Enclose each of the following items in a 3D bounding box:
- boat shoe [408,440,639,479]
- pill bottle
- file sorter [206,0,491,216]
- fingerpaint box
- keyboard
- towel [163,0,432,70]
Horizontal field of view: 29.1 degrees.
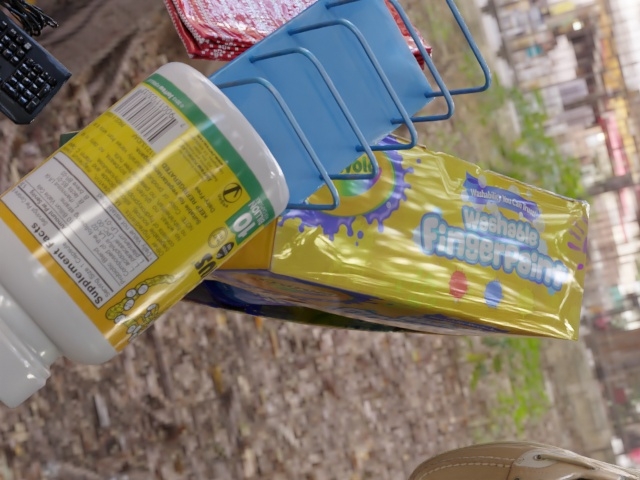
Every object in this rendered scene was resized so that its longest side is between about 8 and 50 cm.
[{"bbox_3d":[0.232,0.263,1.216,0.110,0.341,0.122,15,75,-62],"label":"boat shoe"},{"bbox_3d":[-0.130,0.000,0.737,0.117,0.208,0.117,47,-12,13],"label":"pill bottle"},{"bbox_3d":[0.022,-0.113,0.908,0.118,0.170,0.104,58,-23,-18],"label":"file sorter"},{"bbox_3d":[0.000,0.000,1.295,0.445,0.371,0.163,15,79,-43],"label":"fingerpaint box"},{"bbox_3d":[-0.274,-0.185,0.956,0.192,0.038,0.100,42,50,-16],"label":"keyboard"},{"bbox_3d":[-0.034,-0.249,1.277,0.199,0.275,0.031,64,-38,38],"label":"towel"}]
